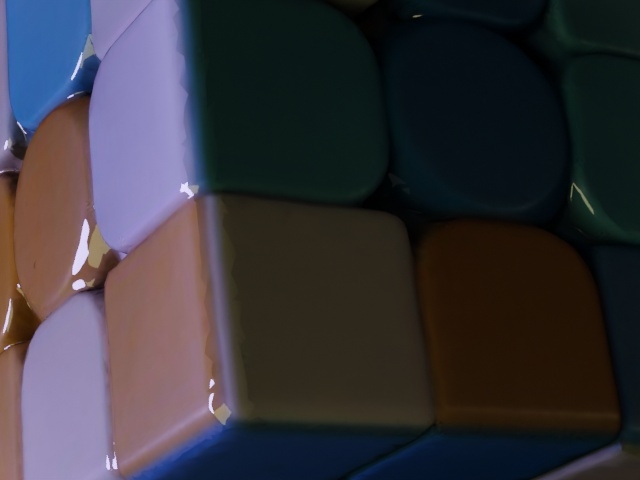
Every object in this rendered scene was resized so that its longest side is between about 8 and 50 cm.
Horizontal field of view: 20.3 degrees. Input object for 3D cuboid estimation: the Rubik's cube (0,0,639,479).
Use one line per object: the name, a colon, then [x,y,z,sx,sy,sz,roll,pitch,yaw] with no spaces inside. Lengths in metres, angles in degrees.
Rubik's cube: [0.000,0.000,1.032,0.347,0.346,0.344,-34,56,53]
